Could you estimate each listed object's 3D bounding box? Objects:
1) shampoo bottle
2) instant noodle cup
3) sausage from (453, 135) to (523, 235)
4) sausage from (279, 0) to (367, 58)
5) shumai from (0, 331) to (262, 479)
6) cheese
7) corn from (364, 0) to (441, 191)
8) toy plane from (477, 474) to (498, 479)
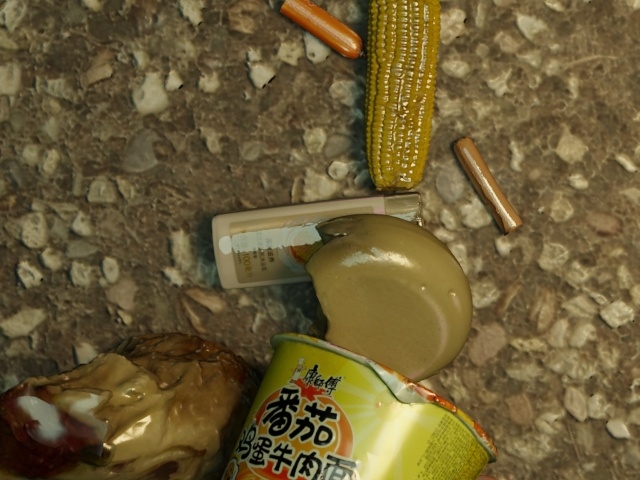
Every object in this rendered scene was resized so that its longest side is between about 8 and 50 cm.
[{"bbox_3d":[0.000,0.000,1.388,0.227,0.056,0.086,-6,103,4],"label":"shampoo bottle"},{"bbox_3d":[0.018,0.240,1.272,0.264,0.264,0.200,28,74,3],"label":"instant noodle cup"},{"bbox_3d":[0.180,-0.061,1.389,0.026,0.026,0.116,-31,89,5],"label":"sausage"},{"bbox_3d":[0.007,-0.230,1.392,0.107,0.031,0.031,34,94,3],"label":"sausage"},{"bbox_3d":[-0.220,0.226,1.302,0.346,0.283,0.217,-24,88,2],"label":"shumai"},{"bbox_3d":[0.063,0.056,1.334,0.175,0.091,0.202,-23,122,13],"label":"cheese"},{"bbox_3d":[0.087,-0.167,1.365,0.080,0.080,0.231,2,92,4],"label":"corn"},{"bbox_3d":[0.204,0.385,1.353,0.326,0.104,0.223,26,95,18],"label":"toy plane"}]
